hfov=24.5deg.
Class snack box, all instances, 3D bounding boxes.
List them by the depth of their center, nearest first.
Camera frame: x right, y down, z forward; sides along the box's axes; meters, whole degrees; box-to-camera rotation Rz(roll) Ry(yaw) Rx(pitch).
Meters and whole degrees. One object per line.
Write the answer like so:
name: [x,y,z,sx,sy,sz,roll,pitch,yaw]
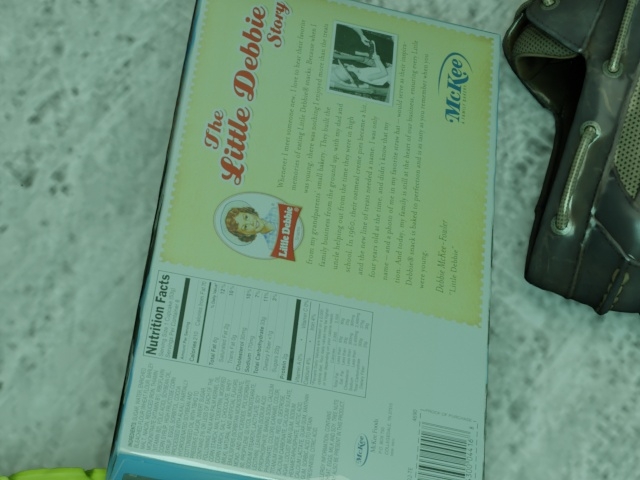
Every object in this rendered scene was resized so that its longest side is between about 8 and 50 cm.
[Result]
snack box: [0.000,0.000,0.823,0.187,0.060,0.322,12,57,-8]

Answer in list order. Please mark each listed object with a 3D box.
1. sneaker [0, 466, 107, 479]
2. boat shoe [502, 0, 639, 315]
sneaker: [-0.084,0.192,0.781,0.295,0.109,0.123,8,66,-1]
boat shoe: [0.182,-0.125,0.901,0.130,0.132,0.355,6,69,-1]
